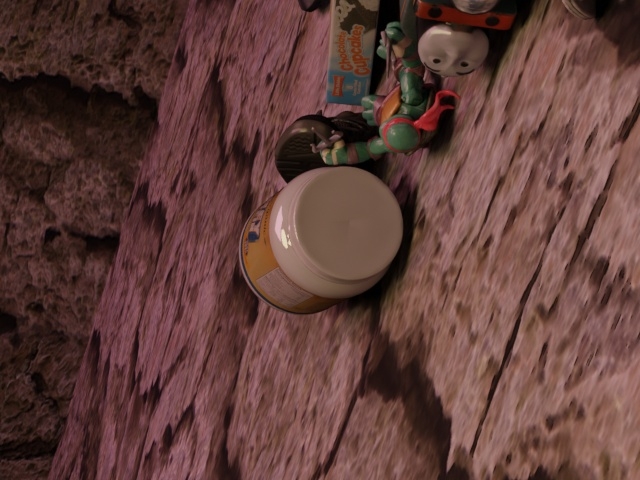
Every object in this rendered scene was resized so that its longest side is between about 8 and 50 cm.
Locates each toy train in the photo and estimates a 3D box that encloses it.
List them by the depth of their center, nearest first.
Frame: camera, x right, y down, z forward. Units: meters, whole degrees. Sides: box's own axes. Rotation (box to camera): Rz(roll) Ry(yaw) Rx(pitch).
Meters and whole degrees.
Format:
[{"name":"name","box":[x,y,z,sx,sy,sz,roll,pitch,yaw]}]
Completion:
[{"name":"toy train","box":[0.138,-0.317,1.461,0.190,0.142,0.334,103,169,-49]}]

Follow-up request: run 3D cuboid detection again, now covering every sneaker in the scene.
[{"name":"sneaker","box":[0.007,-0.118,1.713,0.227,0.087,0.130,63,-142,-66]}]

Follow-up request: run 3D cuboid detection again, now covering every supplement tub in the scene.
[{"name":"supplement tub","box":[0.000,0.000,1.612,0.199,0.144,0.144,148,135,-69]}]

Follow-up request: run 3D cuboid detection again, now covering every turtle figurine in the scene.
[{"name":"turtle figurine","box":[0.073,-0.140,1.541,0.175,0.118,0.234,-54,6,20]}]

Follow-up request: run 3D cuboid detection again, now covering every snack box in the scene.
[{"name":"snack box","box":[0.045,-0.336,1.758,0.322,0.060,0.187,95,179,-55]}]

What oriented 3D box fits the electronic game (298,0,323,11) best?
[{"name":"electronic game","box":[0.011,-0.455,2.189,0.229,0.048,0.229,-166,90,-76]}]

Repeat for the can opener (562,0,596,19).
[{"name":"can opener","box":[0.231,-0.311,1.252,0.093,0.074,0.280,-17,54,32]}]
